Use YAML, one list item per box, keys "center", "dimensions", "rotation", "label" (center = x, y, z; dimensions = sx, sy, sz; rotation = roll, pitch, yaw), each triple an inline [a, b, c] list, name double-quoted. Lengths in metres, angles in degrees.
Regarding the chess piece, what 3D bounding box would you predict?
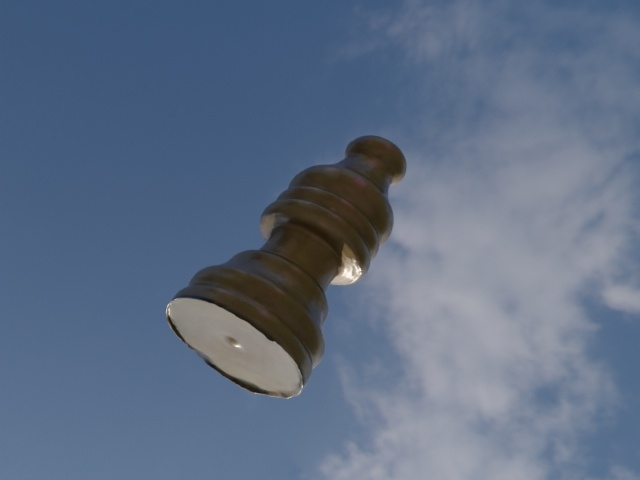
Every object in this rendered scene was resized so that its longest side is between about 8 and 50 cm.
- center: [0.000, 0.000, 0.869]
  dimensions: [0.124, 0.138, 0.307]
  rotation: [55, -128, -21]
  label: "chess piece"
